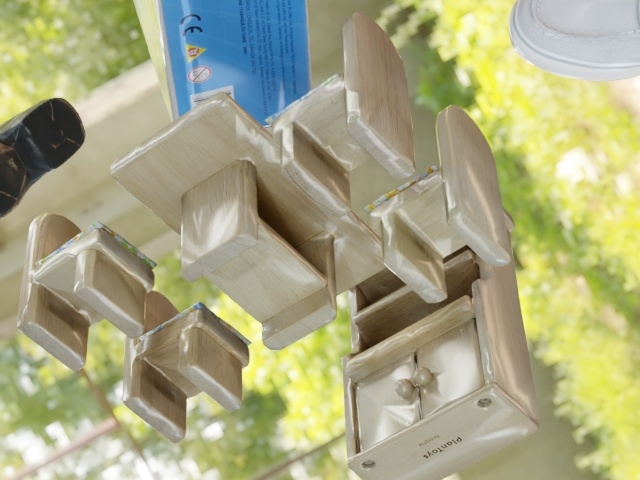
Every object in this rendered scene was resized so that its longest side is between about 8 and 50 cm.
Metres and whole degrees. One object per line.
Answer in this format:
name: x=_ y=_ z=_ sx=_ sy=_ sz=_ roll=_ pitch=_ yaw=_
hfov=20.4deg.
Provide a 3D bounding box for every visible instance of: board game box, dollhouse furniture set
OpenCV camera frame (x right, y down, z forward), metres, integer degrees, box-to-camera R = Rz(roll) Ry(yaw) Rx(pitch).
board game box: x=-0.090 y=-0.267 z=1.036 sx=0.308 sy=0.086 sz=0.302 roll=87 pitch=166 yaw=-56
dollhouse furniture set: x=0.000 y=0.000 z=0.943 sx=0.242 sy=0.212 sz=0.161 roll=42 pitch=-151 yaw=-34

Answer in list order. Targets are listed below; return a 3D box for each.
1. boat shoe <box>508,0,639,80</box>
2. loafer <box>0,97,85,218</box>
boat shoe: x=0.184 y=-0.120 z=0.871 sx=0.063 sy=0.184 sz=0.066 roll=74 pitch=-163 yaw=-67
loafer: x=-0.251 y=-0.048 z=1.333 sx=0.061 sy=0.170 sz=0.062 roll=-16 pitch=105 yaw=47
